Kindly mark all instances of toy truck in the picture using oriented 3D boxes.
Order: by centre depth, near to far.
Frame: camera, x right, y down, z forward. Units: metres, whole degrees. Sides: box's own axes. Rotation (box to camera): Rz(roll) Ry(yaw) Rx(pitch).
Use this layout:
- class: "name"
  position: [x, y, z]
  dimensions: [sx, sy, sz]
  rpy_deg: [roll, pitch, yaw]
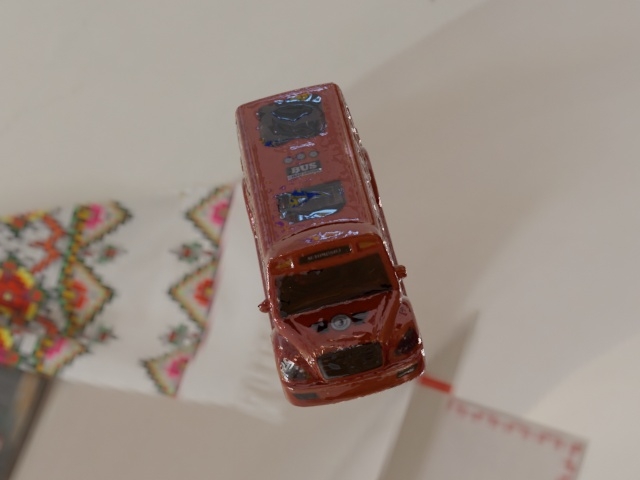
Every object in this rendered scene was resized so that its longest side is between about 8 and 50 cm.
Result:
- class: "toy truck"
  position: [0.000, 0.000, 1.283]
  dimensions: [0.252, 0.107, 0.114]
  rpy_deg: [-104, 0, -48]
